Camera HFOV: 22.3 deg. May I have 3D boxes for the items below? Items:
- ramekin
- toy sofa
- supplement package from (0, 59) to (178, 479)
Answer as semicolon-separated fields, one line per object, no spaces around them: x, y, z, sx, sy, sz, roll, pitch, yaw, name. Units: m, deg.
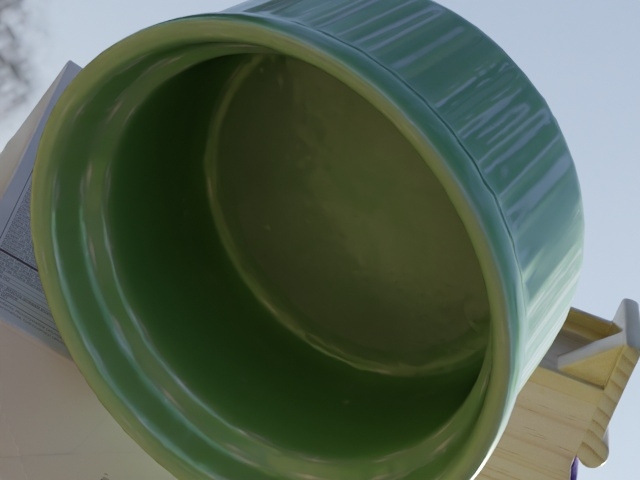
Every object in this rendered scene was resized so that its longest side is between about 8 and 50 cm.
0.000;0.000;0.920;0.303;0.148;0.303;15;-59;27;ramekin
0.091;0.089;1.445;0.362;0.177;0.150;21;17;4;toy sofa
-0.173;0.057;1.140;0.198;0.263;0.199;32;-53;-16;supplement package
